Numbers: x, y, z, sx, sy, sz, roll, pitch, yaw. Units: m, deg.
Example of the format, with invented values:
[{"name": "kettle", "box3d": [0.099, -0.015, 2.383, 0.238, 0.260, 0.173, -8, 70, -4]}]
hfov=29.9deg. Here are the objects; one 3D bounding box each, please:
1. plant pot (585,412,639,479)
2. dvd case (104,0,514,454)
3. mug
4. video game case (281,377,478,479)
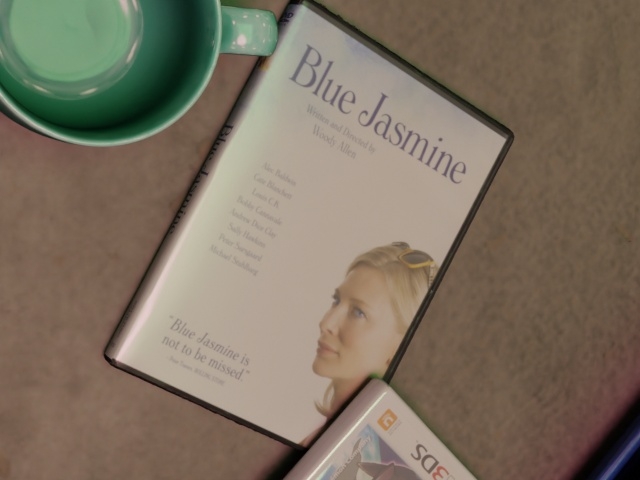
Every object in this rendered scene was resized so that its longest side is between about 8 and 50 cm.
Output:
[{"name": "plant pot", "box3d": [0.316, 0.215, 0.826, 0.236, 0.212, 0.236, -49, 114, -9]}, {"name": "dvd case", "box3d": [0.000, 0.000, 0.758, 0.180, 0.022, 0.253, 29, 86, -24]}, {"name": "mug", "box3d": [-0.119, -0.110, 0.647, 0.157, 0.097, 0.129, 36, 83, -25]}, {"name": "video game case", "box3d": [0.025, 0.219, 0.790, 0.201, 0.023, 0.183, -47, 121, -9]}]
